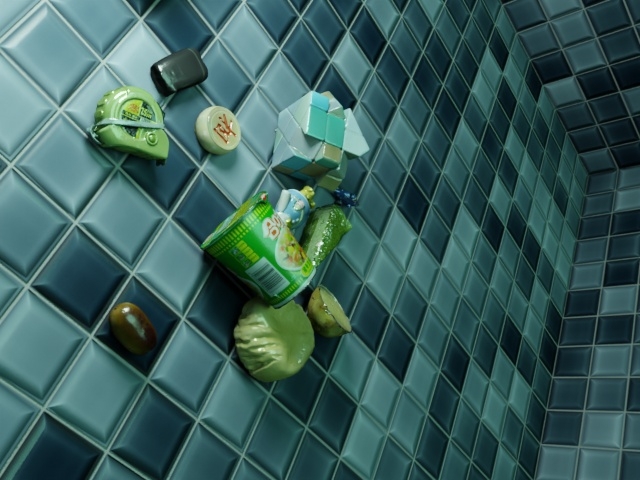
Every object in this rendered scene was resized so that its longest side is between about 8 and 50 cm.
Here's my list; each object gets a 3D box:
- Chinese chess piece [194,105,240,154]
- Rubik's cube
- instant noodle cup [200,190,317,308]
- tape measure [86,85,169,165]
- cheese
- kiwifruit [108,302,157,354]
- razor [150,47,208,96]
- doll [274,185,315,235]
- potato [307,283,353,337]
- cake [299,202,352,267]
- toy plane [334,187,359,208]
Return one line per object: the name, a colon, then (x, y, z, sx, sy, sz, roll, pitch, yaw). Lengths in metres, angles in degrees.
Chinese chess piece: (-0.256, -0.276, 1.672, 0.122, 0.051, 0.122, 14, 71, -47)
Rubik's cube: (0.001, -0.280, 1.850, 0.212, 0.224, 0.266, 16, 72, -30)
instant noodle cup: (-0.133, 0.032, 1.589, 0.233, 0.207, 0.207, 49, 47, -11)
tape measure: (-0.416, -0.257, 1.454, 0.177, 0.087, 0.154, 12, 85, -46)
cheese: (-0.118, 0.235, 1.684, 0.226, 0.117, 0.214, -44, 111, -50)
kiwifruit: (-0.394, 0.185, 1.399, 0.125, 0.075, 0.075, 59, 44, -27)
razor: (-0.338, -0.407, 1.603, 0.148, 0.054, 0.090, -42, 110, -46)
doll: (-0.098, -0.055, 1.776, 0.098, 0.135, 0.241, 37, 49, -3)
potato: (0.014, 0.208, 1.823, 0.164, 0.081, 0.200, 56, 10, 3)
cake: (0.002, 0.021, 1.868, 0.099, 0.100, 0.235, 45, 51, -33)
toy plane: (0.057, -0.144, 2.002, 0.167, 0.062, 0.054, 28, 62, -31)
